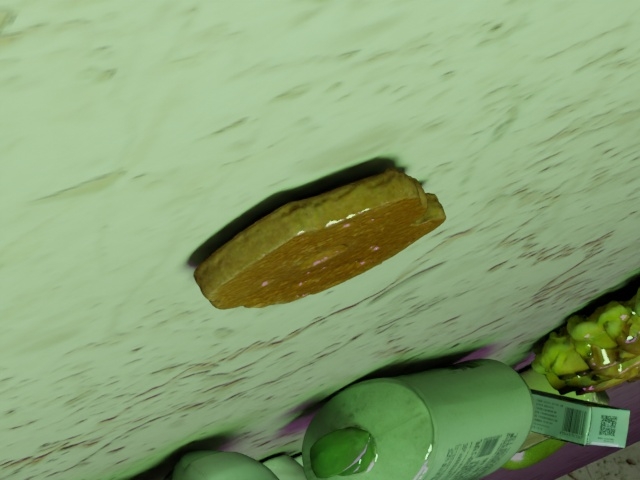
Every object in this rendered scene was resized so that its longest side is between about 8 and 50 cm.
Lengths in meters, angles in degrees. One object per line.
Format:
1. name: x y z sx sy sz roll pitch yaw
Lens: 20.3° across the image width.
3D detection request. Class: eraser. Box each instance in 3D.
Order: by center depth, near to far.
1. eraser: 0.206 0.156 1.692 0.117 0.058 0.172 -28 167 9

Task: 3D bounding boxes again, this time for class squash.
1. squash: 0.233 0.201 1.924 0.066 0.066 0.201 -34 168 31

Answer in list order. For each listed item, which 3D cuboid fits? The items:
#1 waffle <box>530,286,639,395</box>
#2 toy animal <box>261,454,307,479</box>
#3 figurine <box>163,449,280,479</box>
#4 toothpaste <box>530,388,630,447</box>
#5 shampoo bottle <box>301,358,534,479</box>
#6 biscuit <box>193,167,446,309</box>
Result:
1. waffle: 0.300 0.051 1.468 0.243 0.059 0.238 -21 163 -19
2. toy animal: 0.002 0.315 1.460 0.206 0.265 0.271 -30 169 23
3. figurine: -0.118 0.217 1.140 0.236 0.133 0.176 -17 167 -23
4. toothpaste: 0.194 0.147 1.508 0.046 0.034 0.164 8 179 -27
5. shampoo bottle: 0.060 0.140 1.272 0.118 0.087 0.234 -33 165 25
6. biscuit: 0.000 0.000 0.745 0.102 0.019 0.130 -29 167 16
